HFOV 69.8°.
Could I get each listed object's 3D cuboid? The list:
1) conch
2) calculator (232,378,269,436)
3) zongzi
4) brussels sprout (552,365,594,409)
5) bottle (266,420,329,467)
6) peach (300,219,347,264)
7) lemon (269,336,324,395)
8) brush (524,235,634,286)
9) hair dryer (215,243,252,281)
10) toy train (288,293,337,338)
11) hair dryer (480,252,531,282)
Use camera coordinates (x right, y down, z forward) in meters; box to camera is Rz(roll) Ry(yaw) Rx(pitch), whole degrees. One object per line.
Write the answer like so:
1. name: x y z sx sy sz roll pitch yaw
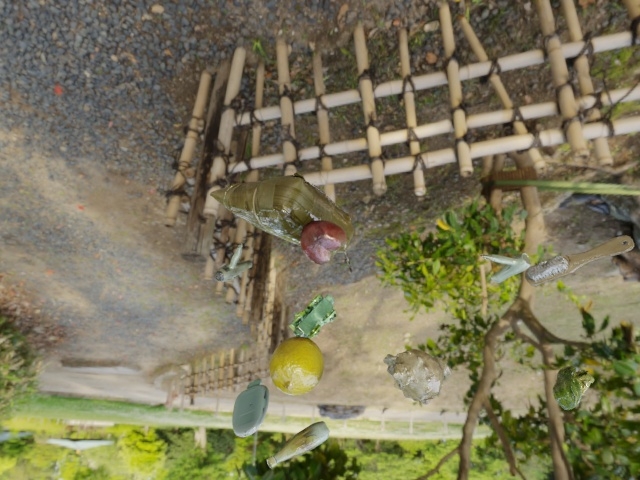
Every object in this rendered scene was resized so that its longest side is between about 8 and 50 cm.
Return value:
1. conch: 0.374 0.528 1.793 0.324 0.186 0.263 30 166 -35
2. calculator: -0.318 0.751 2.085 0.185 0.299 0.041 -25 120 15
3. zongzi: -0.120 -0.087 1.813 0.466 0.218 0.500 12 164 43
4. brussels sprout: 0.822 0.490 1.518 0.100 0.139 0.181 27 155 10
5. bottle: -0.087 0.795 1.783 0.269 0.083 0.083 -18 169 -34
6. peach: 0.000 0.000 1.525 0.152 0.152 0.152 2 156 1
7. lemon: -0.107 0.565 2.079 0.267 0.267 0.267 2 156 1
8. brush: 0.812 0.060 1.462 0.327 0.070 0.065 -26 148 29
9. hair dryer: -0.398 0.105 2.268 0.225 0.088 0.219 -54 163 13
10. toy train: -0.036 0.391 2.322 0.159 0.271 0.188 45 160 2
11. hair dryer: 0.811 0.112 2.106 0.237 0.075 0.206 18 139 -22
